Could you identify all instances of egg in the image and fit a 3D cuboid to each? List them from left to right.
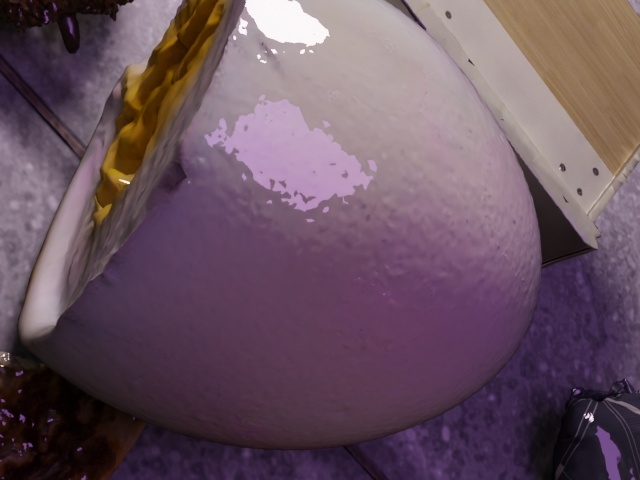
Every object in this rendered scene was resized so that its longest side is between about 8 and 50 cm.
[{"bbox_3d":[0.000,0.000,0.958,0.340,0.354,0.354,29,62,-19],"label":"egg"}]

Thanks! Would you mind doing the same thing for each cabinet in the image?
[{"bbox_3d":[0.155,-0.157,1.191,0.290,0.227,0.318,51,52,-9],"label":"cabinet"}]

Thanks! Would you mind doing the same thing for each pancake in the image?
[{"bbox_3d":[-0.282,0.128,0.944,0.244,0.057,0.266,48,52,-1],"label":"pancake"}]

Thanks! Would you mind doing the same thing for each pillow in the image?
[{"bbox_3d":[0.304,0.301,1.230,0.162,0.093,0.335,-4,79,-37],"label":"pillow"}]

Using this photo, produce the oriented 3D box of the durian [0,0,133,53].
[{"bbox_3d":[-0.206,-0.249,1.047,0.196,0.167,0.196,0,91,-12],"label":"durian"}]
